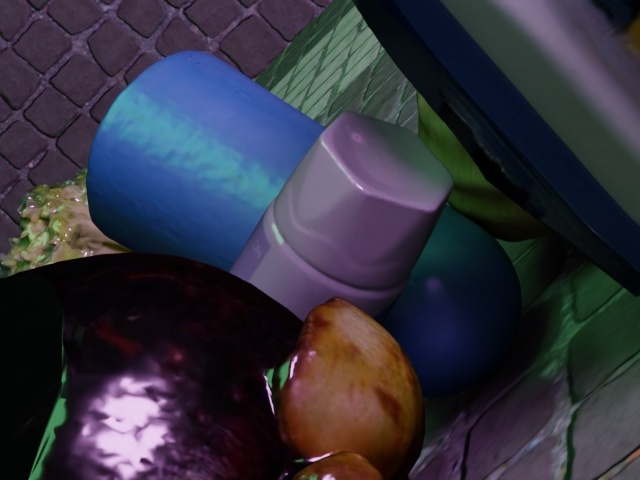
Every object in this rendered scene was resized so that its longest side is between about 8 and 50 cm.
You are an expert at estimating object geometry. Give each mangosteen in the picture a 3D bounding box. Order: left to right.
[{"bbox_3d":[-0.066,0.131,0.812,0.287,0.233,0.288,-34,31,24],"label":"mangosteen"}]

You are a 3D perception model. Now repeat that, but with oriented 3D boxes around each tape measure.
[{"bbox_3d":[0.170,-0.140,0.849,0.262,0.259,0.138,-45,11,-9],"label":"tape measure"}]

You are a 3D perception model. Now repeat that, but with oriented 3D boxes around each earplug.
[{"bbox_3d":[0.000,0.000,1.067,0.132,0.273,0.132,-33,-41,-35],"label":"earplug"}]

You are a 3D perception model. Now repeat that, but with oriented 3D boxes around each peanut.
[{"bbox_3d":[0.136,-0.100,1.140,0.153,0.140,0.325,-14,17,17],"label":"peanut"}]

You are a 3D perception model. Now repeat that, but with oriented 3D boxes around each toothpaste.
[{"bbox_3d":[-0.044,0.091,0.995,0.371,0.125,0.080,-58,41,35],"label":"toothpaste"}]

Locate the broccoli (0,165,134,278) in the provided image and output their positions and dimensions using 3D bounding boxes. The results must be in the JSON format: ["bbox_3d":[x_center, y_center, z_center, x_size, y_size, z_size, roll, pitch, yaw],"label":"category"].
[{"bbox_3d":[-0.116,0.045,1.530,0.397,0.274,0.353,26,92,58],"label":"broccoli"}]
